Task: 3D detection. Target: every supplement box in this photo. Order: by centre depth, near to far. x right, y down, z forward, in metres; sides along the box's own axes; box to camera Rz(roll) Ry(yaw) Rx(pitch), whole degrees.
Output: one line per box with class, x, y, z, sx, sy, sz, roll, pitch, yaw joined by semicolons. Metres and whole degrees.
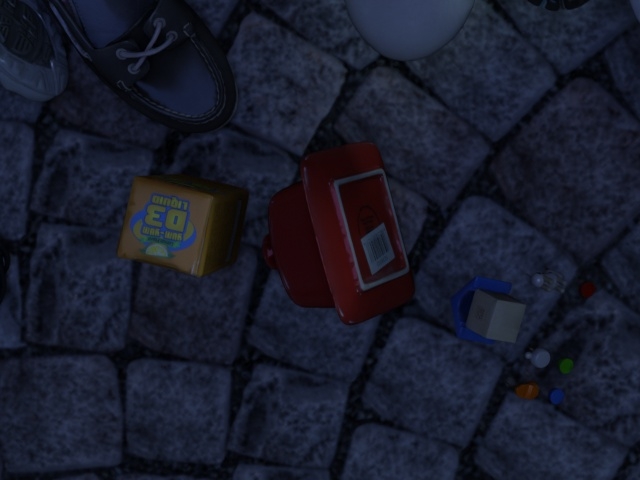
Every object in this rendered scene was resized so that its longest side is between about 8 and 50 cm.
supplement box;-0.120;-0.016;1.652;0.078;0.233;0.080;13;96;4

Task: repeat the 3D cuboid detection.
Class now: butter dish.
butter dish;0.000;0.000;1.702;0.118;0.160;0.160;-14;92;29

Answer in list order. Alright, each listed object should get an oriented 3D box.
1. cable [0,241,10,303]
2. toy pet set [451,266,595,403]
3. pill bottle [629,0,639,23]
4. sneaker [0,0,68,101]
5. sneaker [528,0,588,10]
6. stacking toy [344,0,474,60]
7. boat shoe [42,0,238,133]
cable;-0.385;0.040;1.781;0.150;0.047;0.184;26;99;8
toy pet set;0.183;0.081;1.732;0.114;0.065;0.122;11;100;-31
pill bottle;0.406;-0.253;1.562;0.272;0.152;0.152;-9;94;49
sneaker;-0.347;-0.202;1.744;0.232;0.090;0.115;36;139;-14
sneaker;0.253;-0.334;1.581;0.110;0.122;0.283;35;105;-5
stacking toy;0.100;-0.372;1.496;0.350;0.350;0.480;11;113;4
boat shoe;-0.207;-0.231;1.714;0.112;0.095;0.335;-40;90;7
